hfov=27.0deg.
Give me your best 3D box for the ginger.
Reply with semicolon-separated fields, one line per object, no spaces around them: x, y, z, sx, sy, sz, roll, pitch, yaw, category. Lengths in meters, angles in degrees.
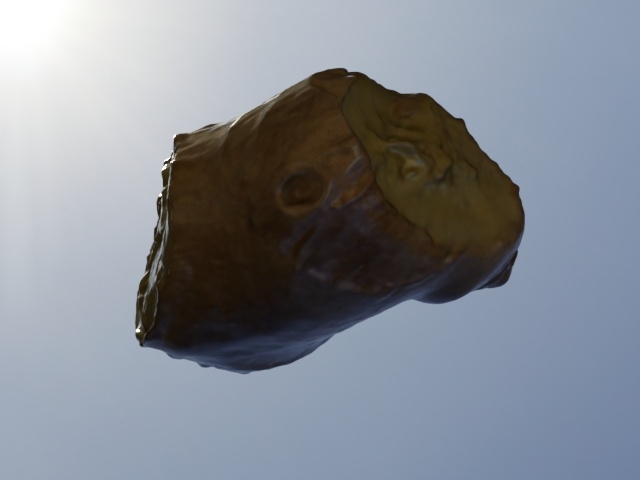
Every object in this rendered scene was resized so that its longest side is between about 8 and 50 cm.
0.000;0.000;0.773;0.221;0.276;0.130;-1;-108;-6;ginger
